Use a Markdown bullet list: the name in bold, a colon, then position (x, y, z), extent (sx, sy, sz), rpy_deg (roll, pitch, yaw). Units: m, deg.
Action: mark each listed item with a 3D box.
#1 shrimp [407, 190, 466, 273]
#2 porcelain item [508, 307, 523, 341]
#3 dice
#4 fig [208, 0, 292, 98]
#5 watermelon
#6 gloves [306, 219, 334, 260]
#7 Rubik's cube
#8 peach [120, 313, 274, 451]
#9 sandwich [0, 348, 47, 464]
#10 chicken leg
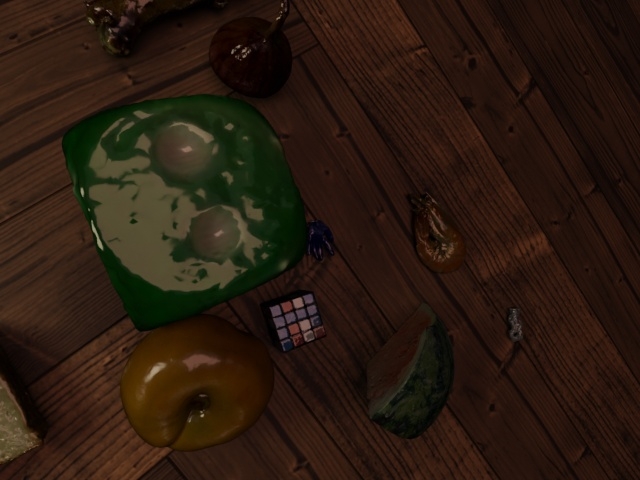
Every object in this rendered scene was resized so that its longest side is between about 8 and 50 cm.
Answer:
- **shrimp**: position (0.260, -0.018, 0.950), extent (0.115, 0.051, 0.217), rpy_deg (-34, 99, -16)
- **porcelain item**: position (0.479, 0.207, 1.014), extent (0.036, 0.028, 0.083), rpy_deg (3, 85, -2)
- **dice**: position (-0.210, -0.044, 0.663), extent (0.287, 0.297, 0.299), rpy_deg (-21, 91, -21)
- **fig**: position (-0.117, -0.352, 0.795), extent (0.149, 0.202, 0.148), rpy_deg (30, 89, -50)
- **watermelon**: position (0.196, 0.262, 0.852), extent (0.260, 0.256, 0.176), rpy_deg (-47, 56, -9)
- **gloves**: position (0.000, 0.000, 0.870), extent (0.064, 0.026, 0.086), rpy_deg (-2, 85, -21)
- **Rubik's cube**: position (-0.055, 0.154, 0.802), extent (0.092, 0.092, 0.092), rpy_deg (-18, 91, -19)
- **peach**: position (-0.207, 0.246, 0.702), extent (0.252, 0.153, 0.250), rpy_deg (-4, 115, -8)
- **sandwich**: position (-0.586, 0.279, 0.613), extent (0.251, 0.087, 0.226), rpy_deg (-30, 97, -22)
- **chicken leg**: position (-0.285, -0.514, 0.763), extent (0.361, 0.140, 0.211), rpy_deg (-39, 106, -22)
